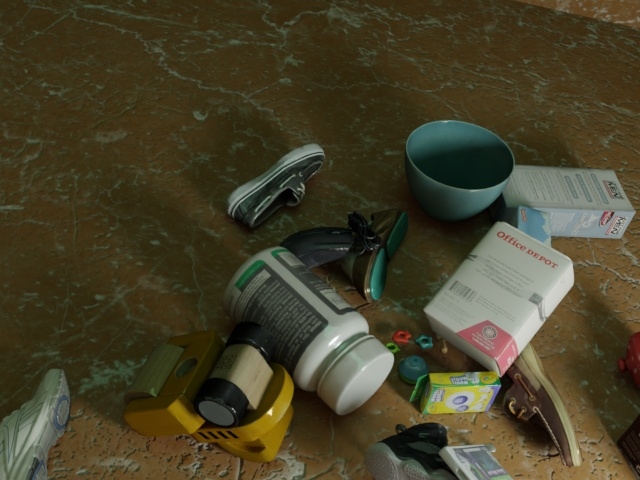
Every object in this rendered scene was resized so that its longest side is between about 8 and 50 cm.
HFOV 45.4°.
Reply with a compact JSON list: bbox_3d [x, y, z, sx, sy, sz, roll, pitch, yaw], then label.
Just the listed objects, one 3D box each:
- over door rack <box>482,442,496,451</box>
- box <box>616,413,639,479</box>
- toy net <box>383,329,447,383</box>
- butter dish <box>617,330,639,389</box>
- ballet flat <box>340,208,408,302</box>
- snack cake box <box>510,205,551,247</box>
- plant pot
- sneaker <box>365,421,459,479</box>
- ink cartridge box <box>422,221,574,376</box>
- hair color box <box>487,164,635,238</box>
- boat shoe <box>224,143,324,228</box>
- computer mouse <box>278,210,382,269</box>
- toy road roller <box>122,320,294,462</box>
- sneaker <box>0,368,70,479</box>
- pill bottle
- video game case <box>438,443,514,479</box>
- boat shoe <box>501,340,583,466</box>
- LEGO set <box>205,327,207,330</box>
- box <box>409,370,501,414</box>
[{"bbox_3d":[0.277,0.544,1.453,0.239,0.108,0.324,-3,32,-14],"label":"over door rack"},{"bbox_3d":[0.776,0.432,1.603,0.203,0.167,0.168,-8,47,-18],"label":"box"},{"bbox_3d":[0.248,0.237,1.786,0.122,0.045,0.232,31,45,31],"label":"toy net"},{"bbox_3d":[0.754,0.284,1.782,0.118,0.160,0.160,-9,44,13],"label":"butter dish"},{"bbox_3d":[0.123,0.032,1.929,0.124,0.116,0.342,4,41,22],"label":"ballet flat"},{"bbox_3d":[0.518,0.057,1.936,0.089,0.152,0.264,14,45,3],"label":"snack cake box"},{"bbox_3d":[0.361,-0.164,2.090,0.290,0.195,0.290,3,46,-3],"label":"plant pot"},{"bbox_3d":[0.229,0.429,1.436,0.268,0.101,0.153,24,33,25],"label":"sneaker"},{"bbox_3d":[0.402,0.127,1.715,0.207,0.117,0.283,34,75,33],"label":"ink cartridge box"},{"bbox_3d":[0.665,-0.111,2.161,0.374,0.114,0.185,2,46,-8],"label":"hair color box"},{"bbox_3d":[-0.098,-0.135,2.051,0.335,0.121,0.119,-38,69,-25],"label":"boat shoe"},{"bbox_3d":[0.000,0.000,1.887,0.272,0.072,0.188,-21,28,-4],"label":"computer mouse"},{"bbox_3d":[-0.202,0.325,1.535,0.329,0.241,0.202,-11,34,33],"label":"toy road roller"},{"bbox_3d":[-0.565,0.365,1.457,0.129,0.111,0.297,6,44,3],"label":"sneaker"},{"bbox_3d":[-0.027,0.193,1.658,0.204,0.204,0.361,-29,57,-33],"label":"pill bottle"},{"bbox_3d":[0.311,0.440,1.378,0.173,0.022,0.190,49,16,31],"label":"video game case"},{"bbox_3d":[0.458,0.349,1.679,0.123,0.123,0.342,-25,52,7],"label":"boat shoe"},{"bbox_3d":[-0.253,0.237,1.705,0.054,0.023,0.083,12,58,4],"label":"LEGO set"},{"bbox_3d":[0.288,0.329,1.655,0.179,0.105,0.043,1,45,-9],"label":"box"}]
